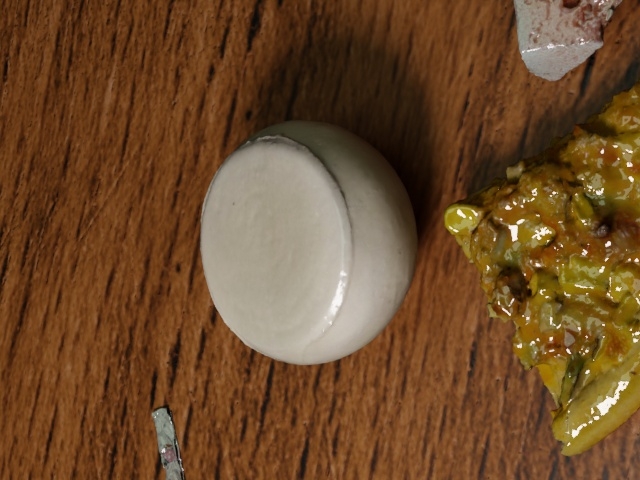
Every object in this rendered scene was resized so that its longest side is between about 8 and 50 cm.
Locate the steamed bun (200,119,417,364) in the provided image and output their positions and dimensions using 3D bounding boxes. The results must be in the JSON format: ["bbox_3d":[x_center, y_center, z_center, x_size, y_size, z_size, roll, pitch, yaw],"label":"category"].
[{"bbox_3d":[0.000,0.000,1.413,0.231,0.145,0.232,6,99,45],"label":"steamed bun"}]

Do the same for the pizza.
[{"bbox_3d":[0.262,0.015,1.290,0.268,0.087,0.258,-35,75,25],"label":"pizza"}]

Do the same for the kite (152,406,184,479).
[{"bbox_3d":[-0.141,0.334,1.578,0.335,0.011,0.314,-23,78,30],"label":"kite"}]

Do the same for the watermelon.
[{"bbox_3d":[0.225,-0.262,1.319,0.154,0.094,0.241,12,97,22],"label":"watermelon"}]
